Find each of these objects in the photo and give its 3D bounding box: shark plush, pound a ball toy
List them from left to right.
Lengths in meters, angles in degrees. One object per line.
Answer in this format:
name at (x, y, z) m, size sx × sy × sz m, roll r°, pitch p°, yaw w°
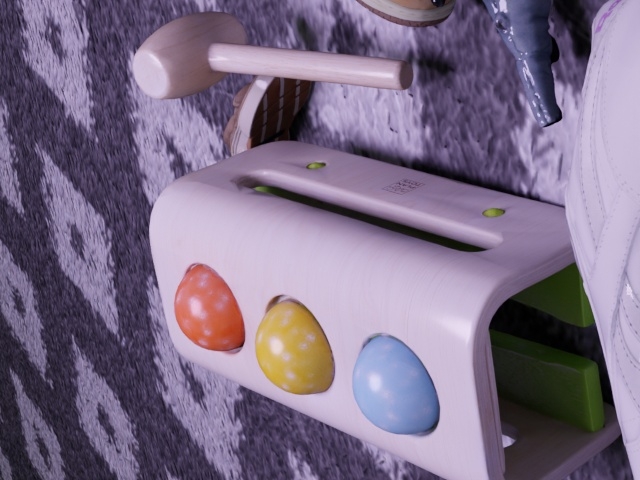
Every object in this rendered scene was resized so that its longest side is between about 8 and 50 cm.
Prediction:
pound a ball toy at (0.000, 0.000, 0.857) m, size 0.319 × 0.135 × 0.208 m, roll 18°, pitch 126°, yaw 47°
shark plush at (0.073, -0.130, 0.737) m, size 0.073 × 0.067 × 0.161 m, roll -1°, pitch 109°, yaw 64°

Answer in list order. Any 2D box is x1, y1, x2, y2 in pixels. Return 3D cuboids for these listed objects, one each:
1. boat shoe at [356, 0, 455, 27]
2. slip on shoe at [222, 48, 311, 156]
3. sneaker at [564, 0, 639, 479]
boat shoe at (0.018, -0.196, 0.807) m, size 0.190 × 0.068 × 0.072 m, roll 57°, pitch 141°, yaw 25°
slip on shoe at (-0.040, -0.089, 1.028) m, size 0.041 × 0.051 × 0.135 m, roll 53°, pitch 159°, yaw 18°
sneaker at (0.172, 0.033, 0.652) m, size 0.152 × 0.114 × 0.305 m, roll -135°, pitch 35°, yaw -67°
